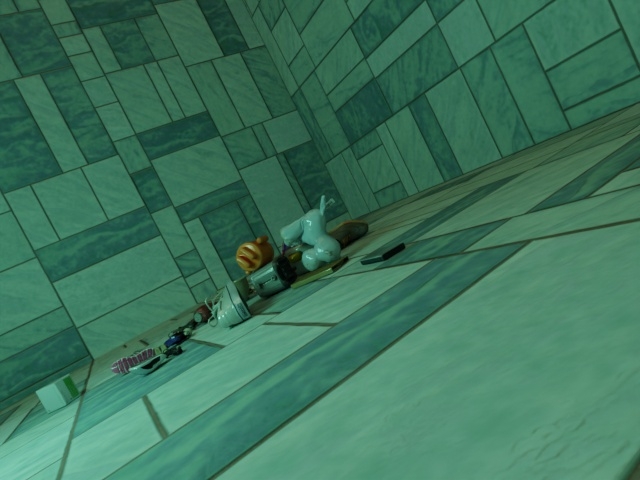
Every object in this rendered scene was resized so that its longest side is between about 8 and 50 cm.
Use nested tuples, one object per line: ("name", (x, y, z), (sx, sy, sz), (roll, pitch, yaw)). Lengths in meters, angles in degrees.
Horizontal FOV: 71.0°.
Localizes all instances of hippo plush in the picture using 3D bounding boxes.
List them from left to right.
("hippo plush", (0.000, 0.000, 1.920), (0.294, 0.237, 0.234), (-36, -15, 15))

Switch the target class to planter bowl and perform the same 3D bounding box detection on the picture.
("planter bowl", (-0.410, 0.256, 2.171), (0.162, 0.109, 0.162), (-27, 4, 2))

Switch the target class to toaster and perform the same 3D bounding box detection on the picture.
("toaster", (-0.199, 0.156, 1.921), (0.146, 0.129, 0.227), (-28, 2, 14))

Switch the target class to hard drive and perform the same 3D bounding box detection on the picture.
("hard drive", (0.197, 0.044, 1.438), (0.094, 0.022, 0.135), (-29, 3, -27))

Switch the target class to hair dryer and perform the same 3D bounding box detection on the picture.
("hair dryer", (-0.593, 0.367, 2.148), (0.293, 0.080, 0.223), (-28, 3, -25))

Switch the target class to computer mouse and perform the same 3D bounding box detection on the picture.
("computer mouse", (-0.560, 0.414, 1.524), (0.106, 0.042, 0.193), (-19, 1, 31))

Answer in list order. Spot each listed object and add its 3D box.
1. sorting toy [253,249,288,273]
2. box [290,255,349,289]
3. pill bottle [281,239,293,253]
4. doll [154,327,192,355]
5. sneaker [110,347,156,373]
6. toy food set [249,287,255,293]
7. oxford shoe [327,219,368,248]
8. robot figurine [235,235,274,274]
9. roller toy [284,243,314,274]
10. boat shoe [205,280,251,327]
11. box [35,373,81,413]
("sorting toy", (-0.203, 0.151, 2.123), (0.046, 0.132, 0.274), (8, 27, 33))
("box", (-0.001, 0.124, 1.757), (0.201, 0.021, 0.164), (-26, 2, 30))
("pill bottle", (-0.104, 0.035, 2.576), (0.181, 0.181, 0.323), (-28, 3, -20))
("doll", (-0.597, 0.407, 1.845), (0.129, 0.046, 0.189), (-24, 4, 26))
("sneaker", (-0.740, 0.476, 1.778), (0.170, 0.063, 0.075), (-23, 1, -30))
("toy food set", (-0.424, 0.286, 2.428), (0.132, 0.039, 0.192), (-26, 3, 6))
("oxford shoe", (0.111, -0.004, 2.370), (0.363, 0.130, 0.133), (-21, 34, -18))
("robot figurine", (-0.284, 0.065, 1.962), (0.128, 0.158, 0.219), (-9, 3, 20))
("roller toy", (-0.068, 0.065, 2.128), (0.209, 0.146, 0.191), (-28, 3, -13))
("boat shoe", (-0.361, 0.261, 1.700), (0.156, 0.136, 0.367), (-30, 14, -10))
("box", (-1.021, 0.596, 1.750), (0.102, 0.101, 0.087), (-26, 4, 14))
